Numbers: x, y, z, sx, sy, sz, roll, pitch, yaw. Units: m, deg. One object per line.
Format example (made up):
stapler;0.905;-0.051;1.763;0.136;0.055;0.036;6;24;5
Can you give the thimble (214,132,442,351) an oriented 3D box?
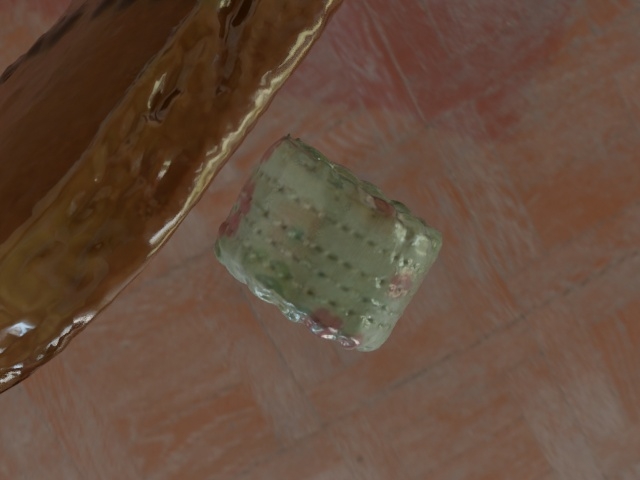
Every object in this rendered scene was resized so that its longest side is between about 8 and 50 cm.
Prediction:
thimble;0.000;0.000;1.428;0.149;0.211;0.185;-58;154;7

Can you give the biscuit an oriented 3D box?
biscuit;-0.091;-0.051;0.523;0.052;0.262;0.277;44;66;-21
